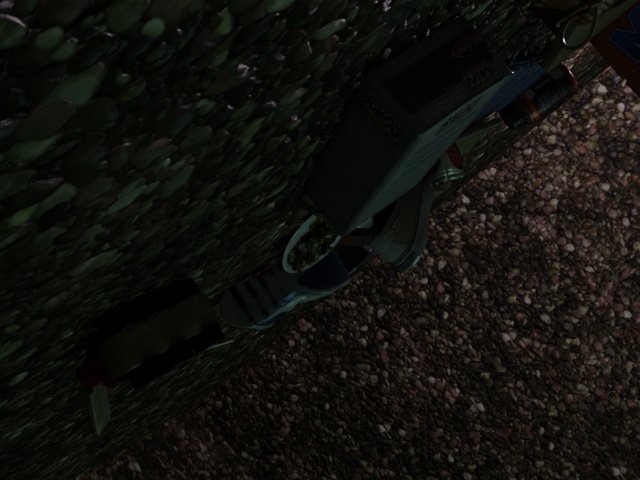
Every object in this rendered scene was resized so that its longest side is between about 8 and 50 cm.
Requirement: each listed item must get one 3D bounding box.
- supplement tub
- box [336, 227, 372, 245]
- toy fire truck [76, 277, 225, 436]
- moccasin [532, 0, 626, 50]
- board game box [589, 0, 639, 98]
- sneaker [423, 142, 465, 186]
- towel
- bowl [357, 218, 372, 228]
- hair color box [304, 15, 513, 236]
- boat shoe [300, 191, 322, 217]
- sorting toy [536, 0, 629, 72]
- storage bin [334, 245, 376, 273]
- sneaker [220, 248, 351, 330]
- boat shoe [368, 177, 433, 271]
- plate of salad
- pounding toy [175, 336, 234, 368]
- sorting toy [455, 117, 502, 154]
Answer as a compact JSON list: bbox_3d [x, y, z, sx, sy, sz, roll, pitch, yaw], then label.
[{"bbox_3d":[0.572,-0.379,1.938,0.198,0.106,0.106,-39,172,2],"label":"supplement tub"},{"bbox_3d":[0.084,-0.010,1.697,0.136,0.028,0.081,4,-165,24],"label":"box"},{"bbox_3d":[-0.302,0.198,1.202,0.246,0.158,0.217,-29,179,34],"label":"toy fire truck"},{"bbox_3d":[0.327,-0.333,0.920,0.139,0.147,0.380,-42,171,27],"label":"moccasin"},{"bbox_3d":[0.872,-0.506,1.633,0.356,0.356,0.356,-30,169,-46],"label":"board game box"},{"bbox_3d":[0.258,-0.198,1.570,0.107,0.118,0.279,-11,-166,4],"label":"sneaker"},{"bbox_3d":[0.423,-0.355,1.694,0.336,0.040,0.243,-27,169,-49],"label":"towel"},{"bbox_3d":[0.091,-0.048,1.858,0.142,0.053,0.142,-31,169,-36],"label":"bowl"},{"bbox_3d":[0.114,-0.155,1.114,0.185,0.113,0.374,-35,172,-23],"label":"hair color box"},{"bbox_3d":[-0.007,-0.064,1.328,0.050,0.045,0.135,-39,172,3],"label":"boat shoe"},{"bbox_3d":[0.487,-0.439,1.261,0.257,0.089,0.255,-39,173,2],"label":"sorting toy"},{"bbox_3d":[0.105,0.032,2.234,0.135,0.091,0.098,-42,171,32],"label":"storage bin"},{"bbox_3d":[-0.102,0.118,1.710,0.316,0.127,0.182,-24,172,-21],"label":"sneaker"},{"bbox_3d":[0.153,-0.085,1.656,0.136,0.157,0.367,-50,-164,37],"label":"boat shoe"},{"bbox_3d":[0.000,0.000,1.575,0.200,0.048,0.199,-38,155,-21],"label":"plate of salad"},{"bbox_3d":[-0.275,0.213,1.504,0.130,0.100,0.141,-39,172,10],"label":"pounding toy"},{"bbox_3d":[0.332,-0.240,1.838,0.193,0.038,0.208,-24,172,-24],"label":"sorting toy"}]
